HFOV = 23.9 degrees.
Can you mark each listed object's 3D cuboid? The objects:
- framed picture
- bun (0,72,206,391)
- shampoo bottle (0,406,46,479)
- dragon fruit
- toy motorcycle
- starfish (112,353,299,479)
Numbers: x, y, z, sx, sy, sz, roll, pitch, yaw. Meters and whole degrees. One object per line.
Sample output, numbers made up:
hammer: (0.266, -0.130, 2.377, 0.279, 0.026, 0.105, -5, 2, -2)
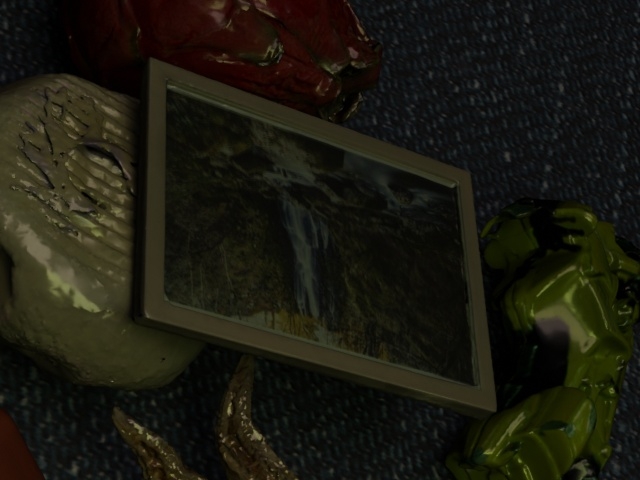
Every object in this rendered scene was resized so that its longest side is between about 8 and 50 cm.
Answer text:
framed picture: (0.000, 0.000, 1.196, 0.324, 0.020, 0.241, 19, 52, -28)
bun: (-0.190, -0.005, 1.182, 0.272, 0.168, 0.273, 25, 43, -27)
shampoo bottle: (-0.230, 0.169, 1.027, 0.085, 0.085, 0.244, -48, 126, -40)
dragon fruit: (-0.086, -0.201, 1.305, 0.298, 0.244, 0.244, 20, 52, 2)
toy motorcycle: (0.210, 0.089, 1.367, 0.206, 0.142, 0.342, 37, 51, -14)
starfish: (-0.075, 0.247, 1.144, 0.301, 0.084, 0.293, -41, 93, -22)
